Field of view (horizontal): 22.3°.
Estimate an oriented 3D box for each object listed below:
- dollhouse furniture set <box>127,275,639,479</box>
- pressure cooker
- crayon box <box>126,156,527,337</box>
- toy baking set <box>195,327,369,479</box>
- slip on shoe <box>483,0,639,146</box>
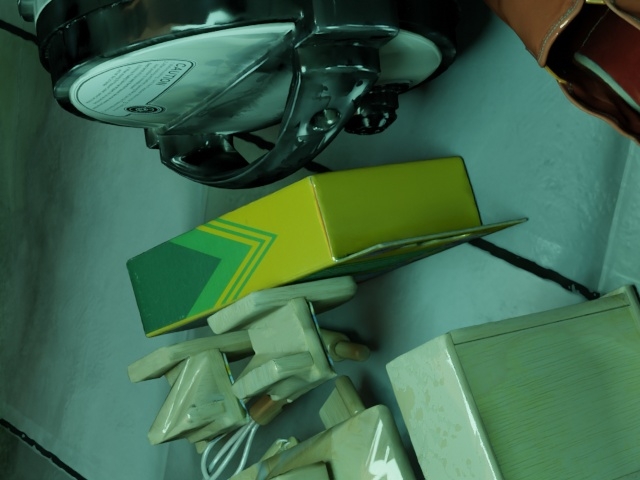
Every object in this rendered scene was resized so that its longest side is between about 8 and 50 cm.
[{"bbox_3d":[0.083,0.199,1.402,0.394,0.256,0.362,-32,73,43],"label":"dollhouse furniture set"},{"bbox_3d":[-0.064,-0.256,1.364,0.376,0.370,0.420,-9,82,15],"label":"pressure cooker"},{"bbox_3d":[0.000,0.000,1.490,0.323,0.203,0.083,-22,81,44],"label":"crayon box"},{"bbox_3d":[-0.047,0.171,1.621,0.256,0.030,0.196,16,77,57],"label":"toy baking set"},{"bbox_3d":[0.211,-0.183,1.322,0.331,0.101,0.123,49,129,29],"label":"slip on shoe"}]
